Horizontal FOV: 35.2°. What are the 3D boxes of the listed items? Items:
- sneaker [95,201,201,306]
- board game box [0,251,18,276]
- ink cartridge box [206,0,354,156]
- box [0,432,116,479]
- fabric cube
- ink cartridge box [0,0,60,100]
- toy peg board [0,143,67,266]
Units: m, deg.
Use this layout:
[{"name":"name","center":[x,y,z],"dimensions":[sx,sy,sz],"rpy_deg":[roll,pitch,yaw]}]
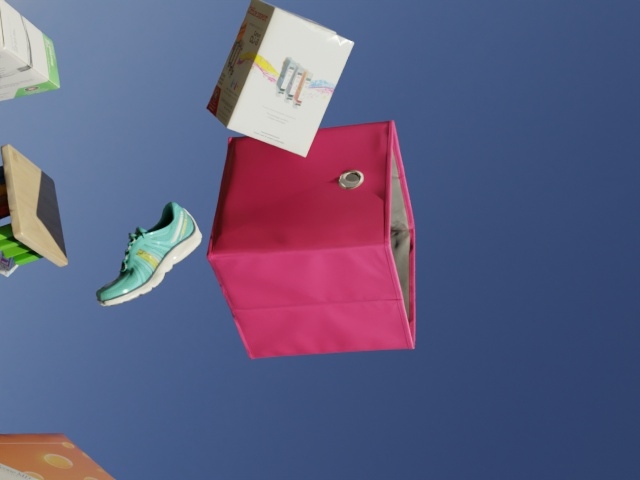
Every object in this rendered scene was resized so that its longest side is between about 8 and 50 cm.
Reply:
[{"name":"sneaker","center":[-0.368,0.030,2.076],"dimensions":[0.107,0.110,0.275],"rpy_deg":[3,-138,47]},{"name":"board game box","center":[-0.578,-0.011,1.993],"dimensions":[0.103,0.026,0.154],"rpy_deg":[-64,178,36]},{"name":"ink cartridge box","center":[-0.058,-0.230,1.406],"dimensions":[0.176,0.127,0.128],"rpy_deg":[-66,-155,11]},{"name":"box","center":[-0.290,0.355,1.058],"dimensions":[0.345,0.215,0.168],"rpy_deg":[26,-81,39]},{"name":"fabric cube","center":[0.000,0.000,1.517],"dimensions":[0.258,0.259,0.254],"rpy_deg":[-4,-132,11]},{"name":"ink cartridge box","center":[-0.694,-0.386,2.080],"dimensions":[0.211,0.289,0.121],"rpy_deg":[-10,-98,5]},{"name":"toy peg board","center":[-0.488,-0.044,1.623],"dimensions":[0.079,0.161,0.160],"rpy_deg":[-18,-111,6]}]
